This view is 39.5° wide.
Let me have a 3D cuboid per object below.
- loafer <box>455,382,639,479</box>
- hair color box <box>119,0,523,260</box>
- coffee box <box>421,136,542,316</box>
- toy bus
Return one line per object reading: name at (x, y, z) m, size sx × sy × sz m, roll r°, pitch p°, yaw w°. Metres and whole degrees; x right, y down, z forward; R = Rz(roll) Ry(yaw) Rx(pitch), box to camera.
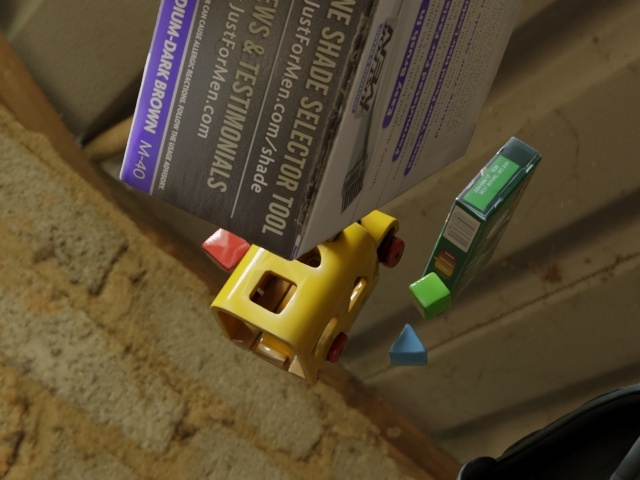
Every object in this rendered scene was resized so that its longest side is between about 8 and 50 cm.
loafer at (0.083, 0.129, 0.405) m, size 0.078 × 0.076 × 0.223 m, roll 36°, pitch -58°, yaw -25°
hair color box at (0.034, -0.127, 0.534) m, size 0.110 × 0.339 × 0.185 m, roll 23°, pitch -69°, yaw 14°
coffee box at (0.159, -0.009, 0.924) m, size 0.040 × 0.113 × 0.184 m, roll 36°, pitch -31°, yaw 16°
toy bus at (-0.001, 0.012, 0.731) m, size 0.190 × 0.202 × 0.104 m, roll -16°, pitch -29°, yaw -2°
